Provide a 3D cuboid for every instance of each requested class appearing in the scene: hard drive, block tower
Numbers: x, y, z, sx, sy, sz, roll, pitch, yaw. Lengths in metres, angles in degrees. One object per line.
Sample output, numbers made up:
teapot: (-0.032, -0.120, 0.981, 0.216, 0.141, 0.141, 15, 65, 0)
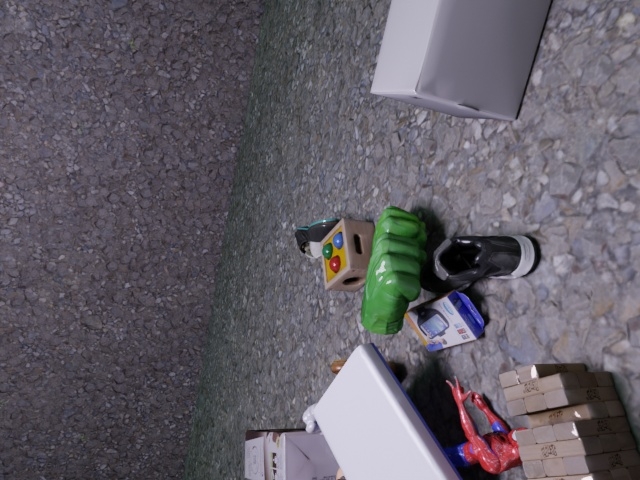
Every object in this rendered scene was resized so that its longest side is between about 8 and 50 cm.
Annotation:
hard drive: (0.109, 0.351, 0.727, 0.318, 0.040, 0.210, 56, 134, 35)
block tower: (0.295, 0.302, 0.496, 0.091, 0.097, 0.335, 131, 138, -52)

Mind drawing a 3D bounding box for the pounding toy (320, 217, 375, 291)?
pounding toy: (0.080, 0.042, 1.037, 0.206, 0.094, 0.180, 132, 138, -53)

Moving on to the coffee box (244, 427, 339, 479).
coffee box: (-0.063, 0.520, 1.134, 0.297, 0.168, 0.118, 142, 130, -57)

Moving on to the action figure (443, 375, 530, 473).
action figure: (0.202, 0.283, 0.702, 0.280, 0.092, 0.138, -46, 53, 53)

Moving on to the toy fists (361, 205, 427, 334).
toy fists: (0.133, 0.035, 0.820, 0.279, 0.096, 0.142, -65, -17, -61)

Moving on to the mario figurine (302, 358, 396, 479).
mario figurine: (0.076, 0.386, 0.868, 0.198, 0.170, 0.320, -29, 56, 59)

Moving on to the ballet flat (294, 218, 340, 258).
ballet flat: (0.000, 0.000, 1.246, 0.280, 0.096, 0.096, 169, 97, -75)

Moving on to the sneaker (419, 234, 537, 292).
sneaker: (0.211, 0.035, 0.737, 0.234, 0.106, 0.078, 152, 123, -61)

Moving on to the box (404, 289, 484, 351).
box: (0.205, 0.134, 0.773, 0.081, 0.028, 0.136, 55, 148, 5)

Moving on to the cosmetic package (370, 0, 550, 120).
cosmetic package: (0.229, -0.383, 0.708, 0.155, 0.197, 0.365, 40, 118, 62)
